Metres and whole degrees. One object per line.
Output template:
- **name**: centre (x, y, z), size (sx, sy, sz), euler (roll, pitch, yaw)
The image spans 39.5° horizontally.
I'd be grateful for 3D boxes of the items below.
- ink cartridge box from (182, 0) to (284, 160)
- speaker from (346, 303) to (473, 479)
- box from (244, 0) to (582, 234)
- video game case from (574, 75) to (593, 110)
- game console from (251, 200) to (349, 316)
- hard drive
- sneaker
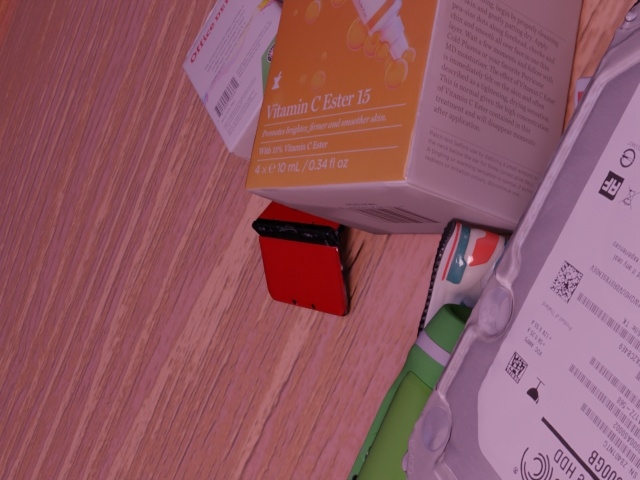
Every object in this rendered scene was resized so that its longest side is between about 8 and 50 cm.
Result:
- **ink cartridge box**: centre (-0.067, -0.206, 1.047), size (0.154, 0.093, 0.212), euler (-55, 42, 21)
- **speaker**: centre (0.082, 0.203, 0.676), size (0.131, 0.131, 0.297), euler (34, 104, 52)
- **box**: centre (0.090, -0.189, 0.778), size (0.215, 0.168, 0.345), euler (0, 77, 52)
- **video game case**: centre (0.247, 0.002, 0.516), size (0.285, 0.025, 0.204), euler (-161, 67, -67)
- **game console**: centre (0.000, 0.000, 0.950), size (0.144, 0.085, 0.124), euler (8, 52, 52)
- **hard drive**: centre (0.171, 0.051, 0.454), size (0.339, 0.064, 0.237), euler (-66, 26, 16)
- **sneaker**: centre (0.122, 0.063, 0.732), size (0.057, 0.075, 0.161), euler (-66, -13, -62)
